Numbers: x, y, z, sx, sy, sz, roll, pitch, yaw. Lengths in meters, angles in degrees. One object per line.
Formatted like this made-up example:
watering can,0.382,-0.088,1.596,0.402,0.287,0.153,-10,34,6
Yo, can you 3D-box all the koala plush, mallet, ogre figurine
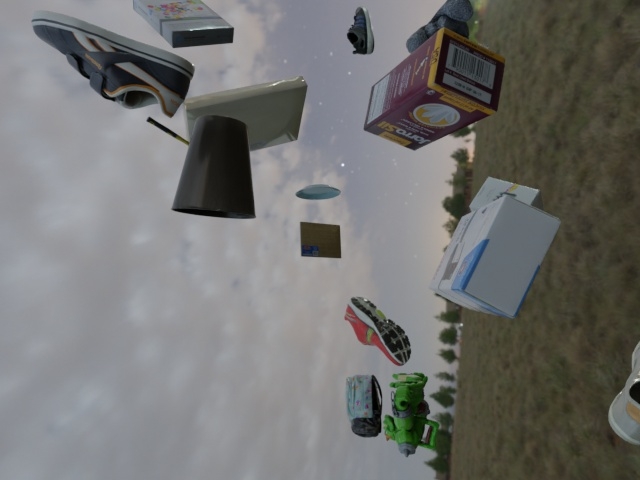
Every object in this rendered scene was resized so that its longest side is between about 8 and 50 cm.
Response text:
koala plush,0.382,-0.544,1.263,0.221,0.196,0.203,47,-158,-7
mallet,-0.416,-0.293,1.274,0.189,0.062,0.039,25,-129,-30
ogre figurine,0.162,0.307,0.788,0.197,0.096,0.118,87,-176,-81

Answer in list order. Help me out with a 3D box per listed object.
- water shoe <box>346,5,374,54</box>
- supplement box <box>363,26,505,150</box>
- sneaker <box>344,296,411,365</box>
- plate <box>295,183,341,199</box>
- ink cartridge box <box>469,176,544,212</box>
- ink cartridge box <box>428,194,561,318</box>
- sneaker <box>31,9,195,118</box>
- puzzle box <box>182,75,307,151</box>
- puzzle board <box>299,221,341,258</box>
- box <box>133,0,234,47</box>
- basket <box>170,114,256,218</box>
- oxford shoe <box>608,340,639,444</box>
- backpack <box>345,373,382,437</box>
water shoe,0.125,-0.705,1.466,0.073,0.080,0.203,93,169,-62
supplement box,0.153,-0.205,0.632,0.188,0.104,0.081,168,116,-68
sneaker,0.177,0.300,1.406,0.107,0.279,0.119,-4,-52,-38
plate,-0.010,-0.200,1.795,0.188,0.187,0.024,27,-120,-70
ink cartridge box,0.599,-0.100,1.412,0.127,0.176,0.128,-53,-43,-10
ink cartridge box,0.381,0.043,1.020,0.223,0.128,0.307,-63,-4,-4
sneaker,-0.424,-0.344,0.875,0.126,0.320,0.128,-98,27,-86
puzzle box,-0.252,-0.402,1.487,0.052,0.408,0.272,63,158,21
puzzle board,0.000,0.000,1.222,0.128,0.011,0.097,4,-101,-29
box,-0.299,-0.485,0.962,0.145,0.186,0.038,-23,-34,-35
basket,-0.250,-0.176,1.081,0.154,0.204,0.227,164,111,-79
oxford shoe,0.962,0.385,1.236,0.449,0.169,0.130,-32,-37,-31
backpack,0.137,0.517,1.404,0.152,0.115,0.182,86,-176,-52
